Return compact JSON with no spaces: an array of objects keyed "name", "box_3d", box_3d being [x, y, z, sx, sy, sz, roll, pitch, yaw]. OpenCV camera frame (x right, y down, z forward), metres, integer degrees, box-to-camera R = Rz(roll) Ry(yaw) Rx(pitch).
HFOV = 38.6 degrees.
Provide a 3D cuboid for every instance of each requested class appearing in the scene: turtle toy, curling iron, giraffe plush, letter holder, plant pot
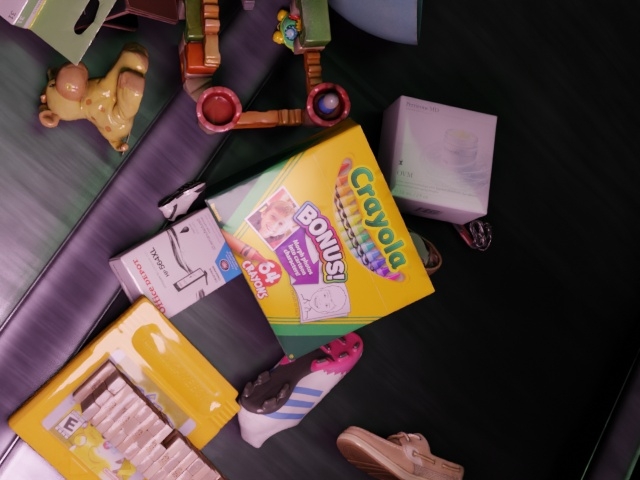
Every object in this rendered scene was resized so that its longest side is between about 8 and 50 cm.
[{"name":"turtle toy","box_3d":[-0.040,-0.456,1.919,0.095,0.066,0.130,17,78,-26]},{"name":"curling iron","box_3d":[0.293,-0.088,2.074,0.068,0.035,0.274,-42,96,7]},{"name":"giraffe plush","box_3d":[-0.419,-0.268,1.666,0.170,0.181,0.210,13,114,-16]},{"name":"letter holder","box_3d":[-0.398,-0.539,1.694,0.214,0.152,0.302,-18,95,-69]},{"name":"plant pot","box_3d":[0.116,-0.561,1.923,0.195,0.290,0.290,3,82,8]}]

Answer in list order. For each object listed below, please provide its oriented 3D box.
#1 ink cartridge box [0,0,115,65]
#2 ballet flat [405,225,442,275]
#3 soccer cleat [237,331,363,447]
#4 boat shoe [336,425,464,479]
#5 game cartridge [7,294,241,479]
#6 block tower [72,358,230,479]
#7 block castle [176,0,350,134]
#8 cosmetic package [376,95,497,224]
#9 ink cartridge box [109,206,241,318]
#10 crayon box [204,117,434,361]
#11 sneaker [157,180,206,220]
[{"name":"ink cartridge box","box_3d":[-0.479,-0.441,1.587,0.235,0.056,0.171,39,103,14]},{"name":"ballet flat","box_3d":[0.124,-0.019,1.932,0.342,0.124,0.116,33,70,-21]},{"name":"soccer cleat","box_3d":[-0.044,0.291,1.834,0.331,0.116,0.143,-29,138,-40]},{"name":"boat shoe","box_3d":[0.172,0.457,1.923,0.341,0.122,0.110,37,65,-31]},{"name":"game cartridge","box_3d":[-0.341,0.307,1.646,0.324,0.053,0.285,-44,107,-7]},{"name":"block tower","box_3d":[-0.284,0.363,1.599,0.091,0.097,0.335,-44,106,-9]},{"name":"block castle","box_3d":[-0.116,-0.432,1.754,0.303,0.213,0.453,-4,89,-13]},{"name":"cosmetic package","box_3d":[0.246,-0.172,1.979,0.224,0.138,0.224,10,79,-12]},{"name":"ink cartridge box","box_3d":[-0.273,0.050,1.734,0.203,0.086,0.148,-33,101,-27]},{"name":"crayon box","box_3d":[0.000,0.000,1.737,0.313,0.106,0.363,-26,108,1]},{"name":"sneaker","box_3d":[-0.266,-0.079,1.783,0.109,0.040,0.043,-37,119,-22]}]
